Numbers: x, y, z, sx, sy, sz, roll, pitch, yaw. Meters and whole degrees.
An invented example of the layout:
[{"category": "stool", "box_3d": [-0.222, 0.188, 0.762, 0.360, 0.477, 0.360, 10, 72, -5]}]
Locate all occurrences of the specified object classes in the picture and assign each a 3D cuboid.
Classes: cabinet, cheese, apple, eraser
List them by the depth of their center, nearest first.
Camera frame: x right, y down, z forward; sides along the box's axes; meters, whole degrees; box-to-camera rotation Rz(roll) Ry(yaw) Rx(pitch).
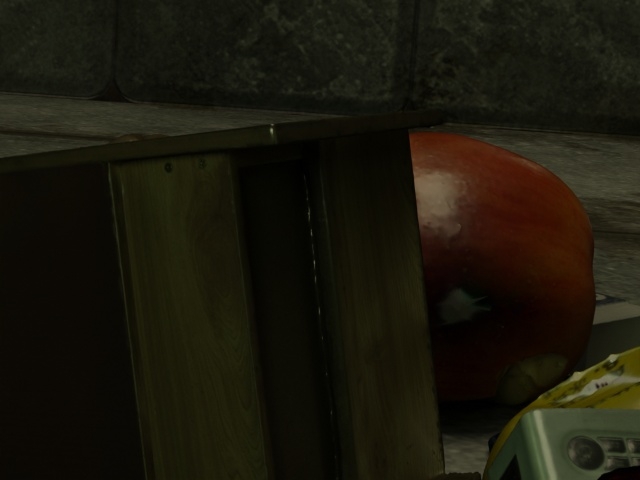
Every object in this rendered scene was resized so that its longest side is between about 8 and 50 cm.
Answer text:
[{"category": "cabinet", "box_3d": [-0.058, 0.041, 0.710, 0.215, 0.175, 0.148, -5, 4, 33]}, {"category": "cheese", "box_3d": [0.143, 0.097, 0.805, 0.177, 0.069, 0.270, -28, 3, -3]}, {"category": "apple", "box_3d": [0.090, 0.023, 1.019, 0.199, 0.199, 0.199, 4, 10, -1]}, {"category": "eraser", "box_3d": [0.137, 0.054, 1.188, 0.091, 0.046, 0.212, -6, 15, -42]}]

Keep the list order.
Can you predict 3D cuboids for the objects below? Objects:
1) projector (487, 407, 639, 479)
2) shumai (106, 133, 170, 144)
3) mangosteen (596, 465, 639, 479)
[{"category": "projector", "box_3d": [0.146, 0.128, 0.614, 0.147, 0.061, 0.115, 4, 49, -16]}, {"category": "shumai", "box_3d": [-0.076, 0.039, 0.905, 0.175, 0.166, 0.206, 14, 32, 16]}, {"category": "mangosteen", "box_3d": [0.101, 0.143, 0.466, 0.152, 0.153, 0.152, 4, 10, -1]}]
